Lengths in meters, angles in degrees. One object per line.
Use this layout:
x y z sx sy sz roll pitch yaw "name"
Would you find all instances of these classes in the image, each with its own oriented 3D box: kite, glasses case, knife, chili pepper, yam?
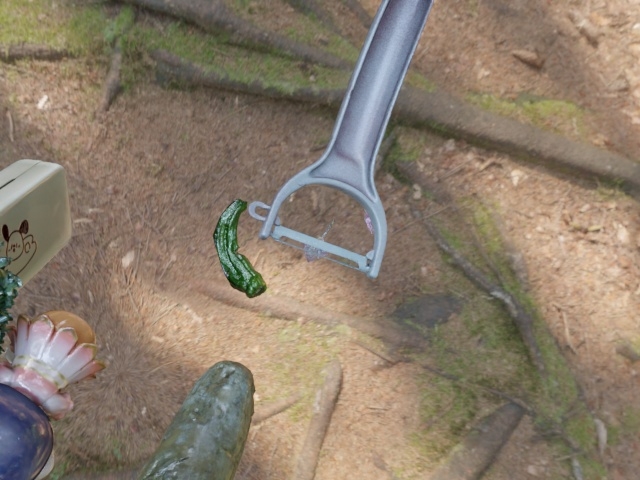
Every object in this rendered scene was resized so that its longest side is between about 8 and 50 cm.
0.004 0.004 1.004 0.078 0.002 0.044 -39 61 -6 "kite"
-0.431 0.006 0.828 0.070 0.313 0.131 7 118 4 "glasses case"
0.033 -0.118 0.538 0.123 0.053 0.278 21 86 -21 "knife"
-0.149 0.018 1.139 0.073 0.050 0.182 -19 80 23 "chili pepper"
-0.176 0.311 0.889 0.133 0.133 0.330 32 47 -9 "yam"

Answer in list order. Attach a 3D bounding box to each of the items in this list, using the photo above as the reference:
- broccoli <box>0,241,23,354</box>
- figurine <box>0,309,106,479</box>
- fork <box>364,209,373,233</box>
-0.349 0.034 0.464 0.219 0.194 0.194 28 68 -44 "broccoli"
-0.242 0.128 0.475 0.111 0.102 0.195 33 40 -15 "figurine"
0.077 -0.067 1.133 0.016 0.012 0.115 -21 91 -8 "fork"
